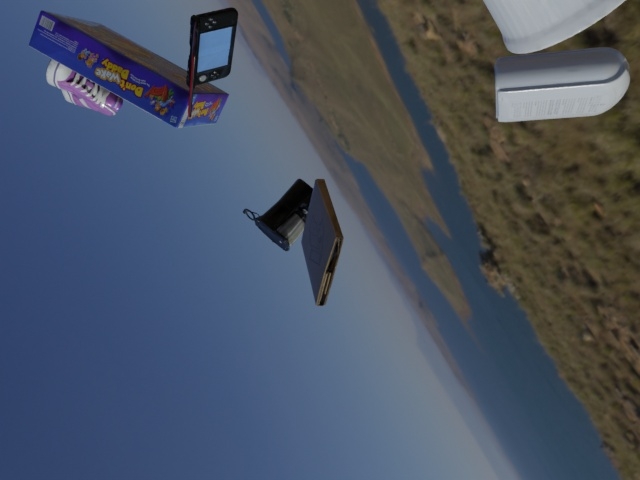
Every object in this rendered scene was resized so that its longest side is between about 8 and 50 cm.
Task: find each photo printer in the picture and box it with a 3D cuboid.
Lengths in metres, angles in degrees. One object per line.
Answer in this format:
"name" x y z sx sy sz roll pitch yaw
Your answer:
"photo printer" 0.584 -0.376 1.606 0.256 0.307 0.107 25 -116 -72

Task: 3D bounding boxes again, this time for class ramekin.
"ramekin" 0.384 -0.442 1.050 0.135 0.277 0.277 47 -172 -20

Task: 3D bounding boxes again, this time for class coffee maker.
"coffee maker" -0.095 -0.089 1.881 0.171 0.178 0.120 46 163 -11

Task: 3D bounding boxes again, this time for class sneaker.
"sneaker" -0.584 -0.398 1.674 0.161 0.102 0.282 23 175 -3

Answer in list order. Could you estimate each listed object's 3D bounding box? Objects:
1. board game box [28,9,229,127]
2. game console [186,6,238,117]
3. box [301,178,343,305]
"board game box" -0.392 -0.358 1.394 0.347 0.078 0.233 29 -164 4
"game console" -0.179 -0.294 1.090 0.085 0.124 0.144 53 148 22
"box" 0.000 0.000 1.272 0.201 0.021 0.165 -105 24 -52
